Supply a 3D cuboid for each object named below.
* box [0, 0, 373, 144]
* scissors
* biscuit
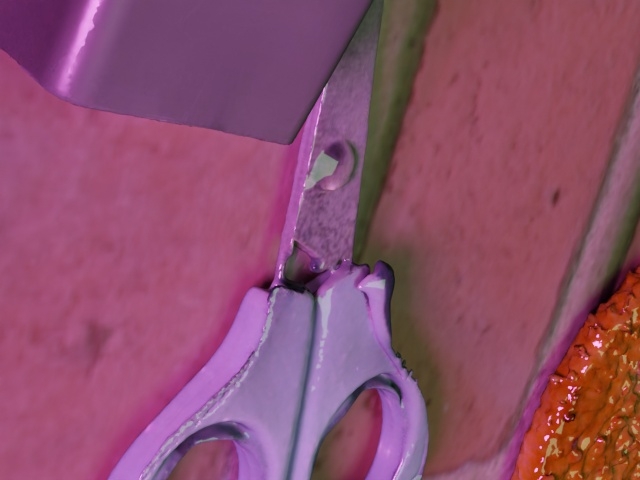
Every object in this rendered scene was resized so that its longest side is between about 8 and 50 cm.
[{"bbox_3d":[-0.043,-0.077,0.404,0.122,0.084,0.069,7,113,-48],"label":"box"},{"bbox_3d":[0.001,0.001,0.536,0.191,0.029,0.360,-8,117,-44],"label":"scissors"},{"bbox_3d":[0.195,0.118,0.815,0.254,0.035,0.254,-26,128,-38],"label":"biscuit"}]
